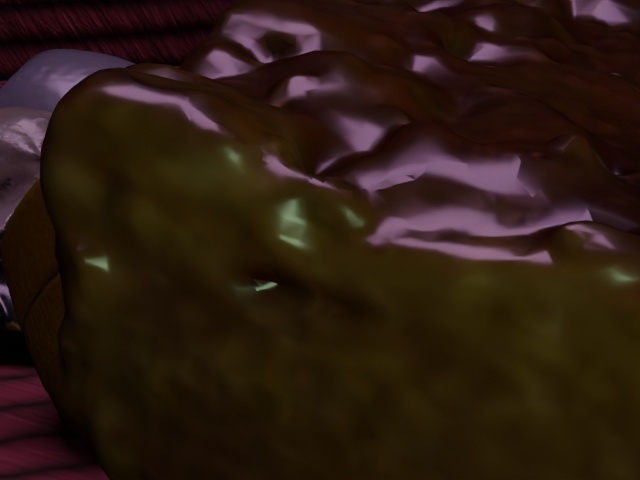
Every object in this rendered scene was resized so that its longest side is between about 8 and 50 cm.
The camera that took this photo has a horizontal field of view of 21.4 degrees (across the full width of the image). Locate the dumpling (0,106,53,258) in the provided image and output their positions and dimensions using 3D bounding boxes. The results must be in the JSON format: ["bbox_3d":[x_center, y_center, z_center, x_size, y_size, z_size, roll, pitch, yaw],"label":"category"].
[{"bbox_3d":[-0.197,-0.044,1.191,0.136,0.118,0.199,-22,23,0],"label":"dumpling"}]

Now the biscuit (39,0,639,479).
[{"bbox_3d":[0.135,0.027,0.599,0.395,0.166,0.342,20,21,16],"label":"biscuit"}]

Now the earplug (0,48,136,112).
[{"bbox_3d":[-0.113,-0.069,1.356,0.325,0.175,0.214,-2,5,7],"label":"earplug"}]

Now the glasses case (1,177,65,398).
[{"bbox_3d":[0.002,-0.021,0.891,0.371,0.141,0.173,-29,-24,12],"label":"glasses case"}]

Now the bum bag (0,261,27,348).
[{"bbox_3d":[-0.243,0.043,1.128,0.232,0.060,0.107,-2,14,12],"label":"bum bag"}]
